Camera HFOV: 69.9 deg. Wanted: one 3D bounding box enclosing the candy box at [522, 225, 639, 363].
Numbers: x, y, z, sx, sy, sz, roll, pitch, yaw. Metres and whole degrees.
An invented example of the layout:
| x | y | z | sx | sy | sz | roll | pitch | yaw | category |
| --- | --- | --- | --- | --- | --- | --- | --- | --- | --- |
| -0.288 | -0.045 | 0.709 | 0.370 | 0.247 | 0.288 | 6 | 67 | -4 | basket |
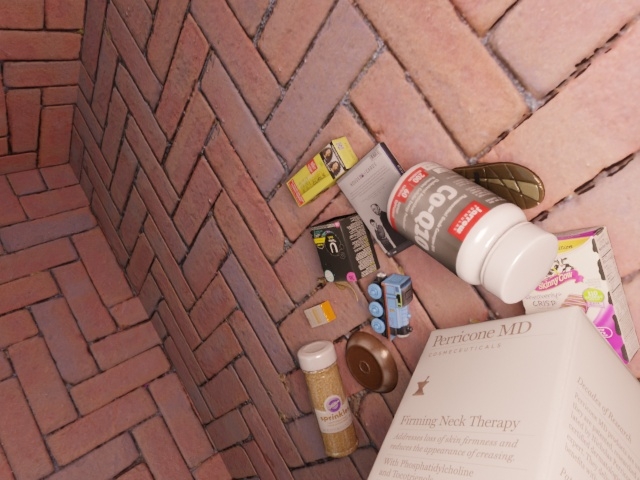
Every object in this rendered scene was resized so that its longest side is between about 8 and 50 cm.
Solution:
| x | y | z | sx | sy | sz | roll | pitch | yaw | category |
| --- | --- | --- | --- | --- | --- | --- | --- | --- | --- |
| 0.459 | 0.102 | 0.841 | 0.159 | 0.071 | 0.234 | -14 | 96 | 50 | candy box |

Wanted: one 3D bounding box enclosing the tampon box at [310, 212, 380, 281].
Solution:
| x | y | z | sx | sy | sz | roll | pitch | yaw | category |
| --- | --- | --- | --- | --- | --- | --- | --- | --- | --- |
| 0.065 | 0.019 | 1.214 | 0.120 | 0.101 | 0.161 | -9 | 100 | 50 | tampon box |

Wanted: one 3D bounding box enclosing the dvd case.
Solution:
| x | y | z | sx | sy | sz | roll | pitch | yaw | category |
| --- | --- | --- | --- | --- | --- | --- | --- | --- | --- |
| 0.158 | -0.090 | 1.096 | 0.239 | 0.029 | 0.179 | 56 | 140 | 2 | dvd case |

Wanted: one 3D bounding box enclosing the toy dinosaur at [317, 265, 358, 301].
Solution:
| x | y | z | sx | sy | sz | roll | pitch | yaw | category |
| --- | --- | --- | --- | --- | --- | --- | --- | --- | --- |
| 0.054 | 0.109 | 1.321 | 0.183 | 0.053 | 0.093 | 16 | 134 | 51 | toy dinosaur |

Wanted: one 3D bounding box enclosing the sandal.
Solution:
| x | y | z | sx | sy | sz | roll | pitch | yaw | category |
| --- | --- | --- | --- | --- | --- | --- | --- | --- | --- |
| 0.340 | -0.112 | 0.892 | 0.219 | 0.060 | 0.090 | 13 | 121 | 61 | sandal |

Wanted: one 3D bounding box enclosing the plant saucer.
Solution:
| x | y | z | sx | sy | sz | roll | pitch | yaw | category |
| --- | --- | --- | --- | --- | --- | --- | --- | --- | --- |
| 0.138 | 0.365 | 1.343 | 0.198 | 0.036 | 0.199 | 23 | 124 | 39 | plant saucer |

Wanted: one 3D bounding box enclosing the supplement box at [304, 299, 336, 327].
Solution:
| x | y | z | sx | sy | sz | roll | pitch | yaw | category |
| --- | --- | --- | --- | --- | --- | --- | --- | --- | --- |
| -0.002 | 0.231 | 1.435 | 0.098 | 0.036 | 0.062 | -29 | 85 | 50 | supplement box |

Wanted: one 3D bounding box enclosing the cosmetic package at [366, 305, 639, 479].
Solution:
| x | y | z | sx | sy | sz | roll | pitch | yaw | category |
| --- | --- | --- | --- | --- | --- | --- | --- | --- | --- |
| 0.339 | 0.385 | 0.783 | 0.327 | 0.394 | 0.329 | 46 | 143 | -13 | cosmetic package |

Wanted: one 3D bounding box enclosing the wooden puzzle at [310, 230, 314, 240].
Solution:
| x | y | z | sx | sy | sz | roll | pitch | yaw | category |
| --- | --- | --- | --- | --- | --- | --- | --- | --- | --- |
| 0.000 | 0.000 | 1.351 | 0.049 | 0.006 | 0.083 | -31 | 84 | 50 | wooden puzzle |

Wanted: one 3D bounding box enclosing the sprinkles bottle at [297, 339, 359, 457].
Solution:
| x | y | z | sx | sy | sz | roll | pitch | yaw | category |
| --- | --- | --- | --- | --- | --- | --- | --- | --- | --- |
| 0.027 | 0.504 | 1.464 | 0.121 | 0.121 | 0.356 | -4 | 105 | 48 | sprinkles bottle |

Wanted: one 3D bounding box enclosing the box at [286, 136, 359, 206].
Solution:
| x | y | z | sx | sy | sz | roll | pitch | yaw | category |
| --- | --- | --- | --- | --- | --- | --- | --- | --- | --- |
| 0.003 | -0.179 | 1.226 | 0.232 | 0.058 | 0.087 | -32 | 85 | 50 | box |

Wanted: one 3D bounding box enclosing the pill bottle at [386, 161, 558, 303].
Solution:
| x | y | z | sx | sy | sz | roll | pitch | yaw | category |
| --- | --- | --- | --- | --- | --- | --- | --- | --- | --- |
| 0.269 | -0.021 | 0.845 | 0.283 | 0.161 | 0.161 | 43 | 135 | 43 | pill bottle |

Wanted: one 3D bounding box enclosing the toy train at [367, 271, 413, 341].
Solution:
| x | y | z | sx | sy | sz | roll | pitch | yaw | category |
| --- | --- | --- | --- | --- | --- | --- | --- | --- | --- |
| 0.184 | 0.171 | 1.174 | 0.105 | 0.080 | 0.184 | 7 | 112 | 40 | toy train |

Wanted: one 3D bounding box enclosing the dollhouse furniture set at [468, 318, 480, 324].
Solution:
| x | y | z | sx | sy | sz | roll | pitch | yaw | category |
| --- | --- | --- | --- | --- | --- | --- | --- | --- | --- |
| 0.369 | 0.258 | 1.049 | 0.076 | 0.058 | 0.152 | 23 | 104 | 48 | dollhouse furniture set |
